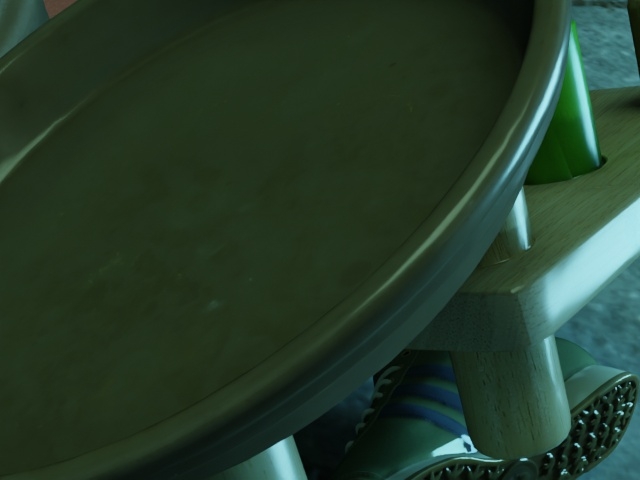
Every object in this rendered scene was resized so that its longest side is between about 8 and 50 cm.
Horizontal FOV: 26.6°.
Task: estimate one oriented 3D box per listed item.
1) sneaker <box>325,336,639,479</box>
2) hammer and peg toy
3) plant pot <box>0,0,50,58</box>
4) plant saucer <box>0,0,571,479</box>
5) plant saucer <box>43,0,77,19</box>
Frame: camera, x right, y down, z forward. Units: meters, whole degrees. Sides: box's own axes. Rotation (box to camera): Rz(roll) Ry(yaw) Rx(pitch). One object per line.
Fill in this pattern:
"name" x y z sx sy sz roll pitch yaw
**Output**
"sneaker" 0.046 0.085 0.587 0.192 0.064 0.086 -21 39 -35
"hammer and peg toy" 0.000 0.000 0.544 0.266 0.127 0.361 -1 20 40
"plant pot" -0.274 -0.146 0.624 0.263 0.229 0.263 -3 47 3
"plant saucer" -0.047 -0.020 0.438 0.278 0.041 0.278 -22 36 17
"plant saucer" -0.154 -0.134 0.835 0.258 0.047 0.259 -21 46 -35
